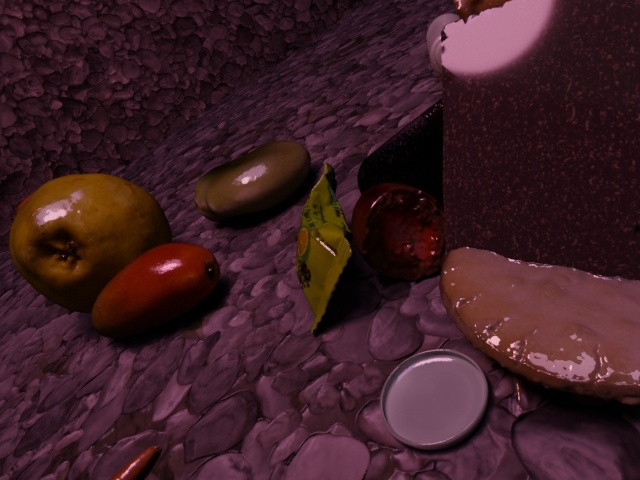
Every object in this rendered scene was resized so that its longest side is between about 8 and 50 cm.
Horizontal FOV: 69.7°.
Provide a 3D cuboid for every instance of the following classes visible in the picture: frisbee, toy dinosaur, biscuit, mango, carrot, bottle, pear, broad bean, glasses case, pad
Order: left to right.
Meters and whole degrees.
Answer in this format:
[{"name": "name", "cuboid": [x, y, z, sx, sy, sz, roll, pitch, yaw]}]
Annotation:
[{"name": "carrot", "cuboid": [-0.272, 0.327, 0.533, 0.048, 0.048, 0.216, 2, 39, 45]}, {"name": "pear", "cuboid": [-0.465, -0.002, 0.993, 0.287, 0.288, 0.375, -31, 1, 2]}, {"name": "mango", "cuboid": [-0.311, 0.097, 0.830, 0.289, 0.129, 0.146, -34, 27, 14]}, {"name": "broad bean", "cuboid": [-0.155, -0.132, 1.031, 0.290, 0.119, 0.238, -21, 22, 15]}, {"name": "frisbee", "cuboid": [0.111, 0.154, 0.454, 0.110, 0.014, 0.110, -23, 29, 14]}, {"name": "bottle", "cuboid": [0.311, -0.466, 1.105, 0.104, 0.104, 0.245, -18, 33, 23]}, {"name": "glasses case", "cuboid": [0.183, -0.130, 0.628, 0.321, 0.122, 0.082, -34, 3, 38]}, {"name": "toy dinosaur", "cuboid": [0.178, 0.106, 0.448, 0.041, 0.026, 0.113, -3, 33, 27]}, {"name": "pad", "cuboid": [0.236, -0.112, 0.507, 0.219, 0.331, 0.004, -2, -3, 40]}, {"name": "biscuit", "cuboid": [0.214, 0.073, 0.418, 0.289, 0.038, 0.141, 16, 45, 45]}]

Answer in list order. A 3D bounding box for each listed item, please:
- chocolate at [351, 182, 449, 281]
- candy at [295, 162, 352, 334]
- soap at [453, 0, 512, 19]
[{"name": "chocolate", "cuboid": [0.101, -0.019, 0.605, 0.127, 0.133, 0.124, 11, 47, 48]}, {"name": "candy", "cuboid": [0.000, 0.000, 0.678, 0.069, 0.149, 0.246, 7, 33, -14]}, {"name": "soap", "cuboid": [0.346, -0.259, 0.612, 0.280, 0.259, 0.143, -10, 30, 30]}]
